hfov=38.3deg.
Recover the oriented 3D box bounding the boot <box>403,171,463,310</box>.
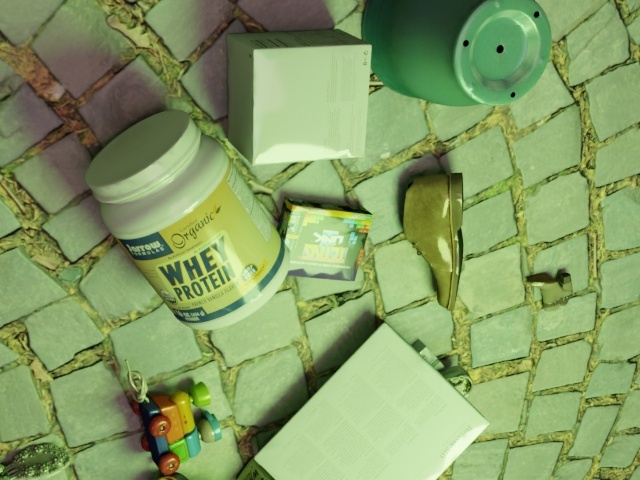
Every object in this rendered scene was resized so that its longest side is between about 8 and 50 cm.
[{"bbox_3d":[0.226,0.004,1.816,0.115,0.112,0.305,-1,121,9],"label":"boot"}]

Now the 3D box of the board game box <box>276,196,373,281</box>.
[{"bbox_3d":[0.000,0.000,1.724,0.170,0.048,0.141,6,108,-26],"label":"board game box"}]

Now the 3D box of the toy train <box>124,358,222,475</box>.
[{"bbox_3d":[-0.269,0.301,1.712,0.143,0.105,0.248,-21,119,-26],"label":"toy train"}]

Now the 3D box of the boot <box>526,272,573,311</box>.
[{"bbox_3d":[0.496,0.115,1.999,0.118,0.042,0.087,-6,122,-14],"label":"boot"}]

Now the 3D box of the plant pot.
[{"bbox_3d":[0.243,-0.345,1.560,0.271,0.255,0.272,-9,115,-20],"label":"plant pot"}]

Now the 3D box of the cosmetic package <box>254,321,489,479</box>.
[{"bbox_3d":[0.101,0.393,1.827,0.284,0.097,0.377,44,91,8],"label":"cosmetic package"}]

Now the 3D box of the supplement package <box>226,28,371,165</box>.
[{"bbox_3d":[-0.040,-0.244,1.540,0.203,0.149,0.194,-7,114,-21],"label":"supplement package"}]

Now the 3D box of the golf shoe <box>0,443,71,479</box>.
[{"bbox_3d":[-0.538,0.430,1.677,0.176,0.069,0.086,-16,137,-13],"label":"golf shoe"}]

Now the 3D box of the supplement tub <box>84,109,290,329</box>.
[{"bbox_3d":[-0.216,-0.032,1.509,0.228,0.228,0.316,-36,121,-6],"label":"supplement tub"}]

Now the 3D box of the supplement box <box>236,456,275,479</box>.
[{"bbox_3d":[-0.113,0.496,1.868,0.083,0.083,0.056,32,96,-31],"label":"supplement box"}]

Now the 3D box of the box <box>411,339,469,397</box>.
[{"bbox_3d":[0.213,0.319,1.962,0.145,0.038,0.186,-43,121,-1],"label":"box"}]

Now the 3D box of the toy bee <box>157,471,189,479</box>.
[{"bbox_3d":[-0.265,0.503,1.763,0.298,0.195,0.162,1,87,-13],"label":"toy bee"}]

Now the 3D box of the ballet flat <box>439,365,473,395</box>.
[{"bbox_3d":[0.220,0.324,1.904,0.213,0.068,0.072,-23,119,-13],"label":"ballet flat"}]
